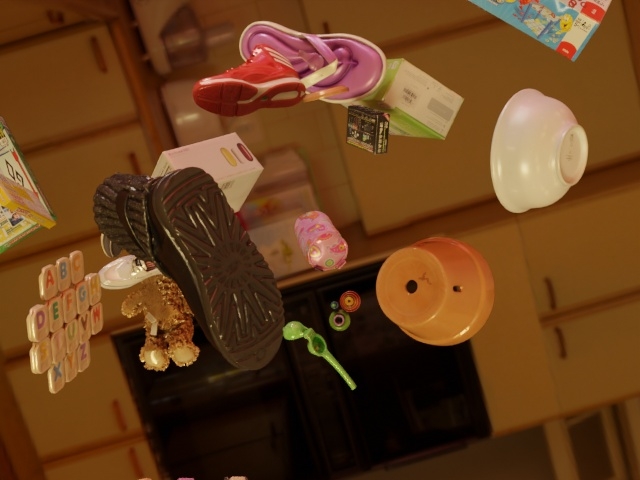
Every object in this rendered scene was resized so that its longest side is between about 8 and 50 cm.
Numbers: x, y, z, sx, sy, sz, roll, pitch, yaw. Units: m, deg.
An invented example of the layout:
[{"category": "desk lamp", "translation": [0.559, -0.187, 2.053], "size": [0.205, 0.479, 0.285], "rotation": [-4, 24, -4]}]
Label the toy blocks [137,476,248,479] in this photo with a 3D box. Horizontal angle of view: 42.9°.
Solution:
[{"category": "toy blocks", "translation": [-0.341, 0.744, 1.961], "size": [0.288, 0.309, 0.260], "rotation": [-48, -134, 35]}]

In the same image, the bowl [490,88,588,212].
[{"category": "bowl", "translation": [0.533, -0.203, 1.909], "size": [0.134, 0.298, 0.298], "rotation": [12, -51, 42]}]

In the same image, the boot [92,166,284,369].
[{"category": "boot", "translation": [-0.211, 0.040, 1.301], "size": [0.260, 0.131, 0.348], "rotation": [-4, -68, 51]}]

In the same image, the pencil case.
[{"category": "pencil case", "translation": [0.000, 0.000, 2.353], "size": [0.284, 0.124, 0.124], "rotation": [-125, -162, -71]}]

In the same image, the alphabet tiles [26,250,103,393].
[{"category": "alphabet tiles", "translation": [-0.543, 0.173, 1.757], "size": [0.284, 0.021, 0.278], "rotation": [-48, 140, -71]}]

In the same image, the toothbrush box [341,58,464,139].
[{"category": "toothbrush box", "translation": [0.196, -0.363, 2.098], "size": [0.206, 0.122, 0.283], "rotation": [27, -1, -26]}]

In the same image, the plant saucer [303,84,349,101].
[{"category": "plant saucer", "translation": [0.009, -0.261, 1.446], "size": [0.083, 0.083, 0.013], "rotation": [-104, -179, -79]}]

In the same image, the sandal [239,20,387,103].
[{"category": "sandal", "translation": [-0.038, -0.435, 1.998], "size": [0.102, 0.416, 0.169], "rotation": [-17, 120, -59]}]

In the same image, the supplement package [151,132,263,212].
[{"category": "supplement package", "translation": [-0.328, -0.160, 2.272], "size": [0.145, 0.262, 0.204], "rotation": [51, -45, 15]}]

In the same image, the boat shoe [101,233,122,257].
[{"category": "boat shoe", "translation": [-0.544, -0.031, 2.219], "size": [0.075, 0.065, 0.206], "rotation": [-26, 140, -51]}]

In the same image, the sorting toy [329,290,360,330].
[{"category": "sorting toy", "translation": [0.052, 0.165, 1.935], "size": [0.102, 0.061, 0.042], "rotation": [-62, 170, -1]}]

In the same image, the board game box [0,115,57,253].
[{"category": "board game box", "translation": [-0.820, -0.132, 2.028], "size": [0.317, 0.213, 0.046], "rotation": [58, -1, 13]}]

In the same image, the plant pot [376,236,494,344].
[{"category": "plant pot", "translation": [0.275, 0.125, 2.105], "size": [0.203, 0.291, 0.291], "rotation": [12, 57, -56]}]

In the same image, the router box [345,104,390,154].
[{"category": "router box", "translation": [0.109, -0.259, 1.896], "size": [0.122, 0.038, 0.092], "rotation": [31, -56, 51]}]

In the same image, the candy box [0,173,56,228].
[{"category": "candy box", "translation": [-0.681, -0.094, 1.844], "size": [0.105, 0.027, 0.206], "rotation": [52, 0, 17]}]

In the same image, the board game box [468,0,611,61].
[{"category": "board game box", "translation": [0.392, -0.502, 1.503], "size": [0.308, 0.302, 0.086], "rotation": [-54, 174, -43]}]

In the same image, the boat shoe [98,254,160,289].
[{"category": "boat shoe", "translation": [-0.471, 0.061, 2.130], "size": [0.083, 0.226, 0.076], "rotation": [65, -21, 15]}]

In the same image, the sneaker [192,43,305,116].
[{"category": "sneaker", "translation": [-0.150, -0.314, 1.582], "size": [0.087, 0.221, 0.128], "rotation": [113, -36, -45]}]

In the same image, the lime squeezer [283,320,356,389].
[{"category": "lime squeezer", "translation": [-0.040, 0.268, 2.033], "size": [0.110, 0.310, 0.059], "rotation": [-69, 169, 19]}]

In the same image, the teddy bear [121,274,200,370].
[{"category": "teddy bear", "translation": [-0.424, 0.190, 2.246], "size": [0.338, 0.245, 0.113], "rotation": [65, 19, 15]}]
